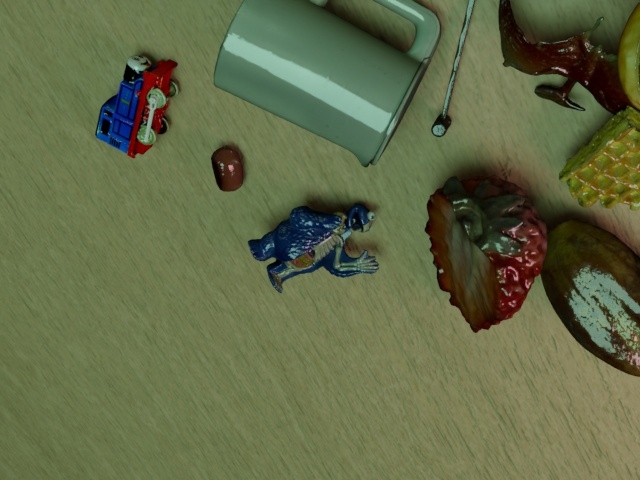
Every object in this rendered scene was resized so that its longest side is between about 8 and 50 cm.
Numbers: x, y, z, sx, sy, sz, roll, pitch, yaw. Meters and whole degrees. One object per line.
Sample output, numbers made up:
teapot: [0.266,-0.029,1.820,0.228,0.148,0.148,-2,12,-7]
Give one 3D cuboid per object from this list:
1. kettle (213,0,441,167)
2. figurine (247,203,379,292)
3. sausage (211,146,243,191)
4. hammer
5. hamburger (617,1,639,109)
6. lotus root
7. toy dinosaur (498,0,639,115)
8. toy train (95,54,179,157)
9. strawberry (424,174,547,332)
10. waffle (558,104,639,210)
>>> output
kettle: [0.014,-0.308,1.464,0.318,0.265,0.205,28,159,3]
figurine: [-0.008,-0.004,1.704,0.262,0.121,0.164,-13,116,11]
sausage: [-0.185,-0.143,1.709,0.054,0.059,0.094,-19,122,-18]
hammer: [0.235,-0.316,1.447,0.029,0.058,0.292,16,120,10]
hamburger: [0.560,-0.267,1.216,0.246,0.170,0.246,-10,118,-19]
lotus root: [0.501,0.091,1.517,0.291,0.193,0.193,49,127,5]
toy dinosaur: [0.438,-0.293,1.358,0.327,0.113,0.207,16,152,24]
toy train: [-0.359,-0.268,1.681,0.131,0.083,0.204,28,127,5]
strawberry: [0.310,0.026,1.559,0.265,0.149,0.336,56,163,33]
waffle: [0.505,-0.118,1.427,0.160,0.055,0.211,21,143,-15]
